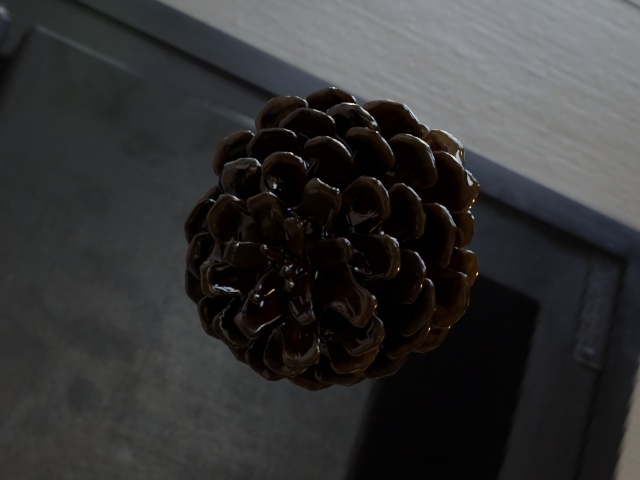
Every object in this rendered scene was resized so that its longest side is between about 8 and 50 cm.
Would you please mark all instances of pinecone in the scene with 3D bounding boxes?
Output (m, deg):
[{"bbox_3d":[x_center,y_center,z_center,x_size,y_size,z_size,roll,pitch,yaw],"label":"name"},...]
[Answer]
[{"bbox_3d":[-0.003,0.002,1.065,0.246,0.246,0.292,-62,170,13],"label":"pinecone"}]
